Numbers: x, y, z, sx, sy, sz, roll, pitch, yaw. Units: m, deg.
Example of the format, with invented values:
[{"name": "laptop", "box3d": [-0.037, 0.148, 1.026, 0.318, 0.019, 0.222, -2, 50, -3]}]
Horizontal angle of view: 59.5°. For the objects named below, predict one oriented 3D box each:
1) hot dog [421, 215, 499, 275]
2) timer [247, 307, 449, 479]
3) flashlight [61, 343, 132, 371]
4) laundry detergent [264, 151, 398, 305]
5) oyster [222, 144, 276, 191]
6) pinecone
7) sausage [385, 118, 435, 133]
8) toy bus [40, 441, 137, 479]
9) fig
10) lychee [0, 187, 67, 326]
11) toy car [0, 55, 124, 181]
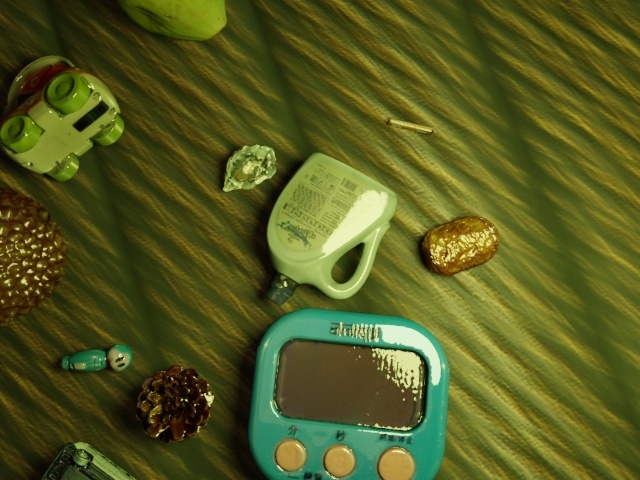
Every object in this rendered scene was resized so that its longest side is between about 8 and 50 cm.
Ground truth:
[{"name": "hot dog", "box3d": [0.259, 0.008, 1.041, 0.147, 0.065, 0.099, -22, 82, -8]}, {"name": "timer", "box3d": [0.050, 0.281, 0.983, 0.339, 0.115, 0.310, 5, 83, 2]}, {"name": "flashlight", "box3d": [-0.414, 0.222, 1.040, 0.128, 0.051, 0.051, -8, 82, 7]}, {"name": "laundry detergent", "box3d": [0.000, 0.000, 1.028, 0.214, 0.105, 0.281, 28, 82, 3]}, {"name": "oyster", "box3d": [-0.138, -0.140, 1.094, 0.100, 0.037, 0.098, 3, 101, -18]}, {"name": "pinecone", "box3d": [-0.262, 0.288, 0.988, 0.140, 0.121, 0.141, -1, 74, 4]}, {"name": "sausage", "box3d": [0.178, -0.224, 1.101, 0.100, 0.015, 0.015, 13, 82, 4]}, {"name": "toy bus", "box3d": [-0.382, 0.437, 0.984, 0.193, 0.089, 0.087, 32, 83, 6]}, {"name": "fig", "box3d": [-0.287, -0.487, 1.056, 0.207, 0.207, 0.230, -38, 82, -4]}, {"name": "lychee", "box3d": [-0.587, 0.019, 0.976, 0.267, 0.267, 0.268, 0, 82, 1]}, {"name": "toy car", "box3d": [-0.521, -0.255, 1.078, 0.234, 0.145, 0.235, -6, 66, 14]}]
